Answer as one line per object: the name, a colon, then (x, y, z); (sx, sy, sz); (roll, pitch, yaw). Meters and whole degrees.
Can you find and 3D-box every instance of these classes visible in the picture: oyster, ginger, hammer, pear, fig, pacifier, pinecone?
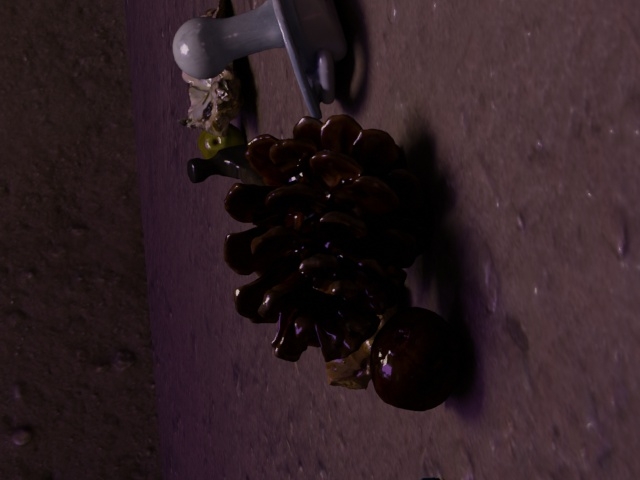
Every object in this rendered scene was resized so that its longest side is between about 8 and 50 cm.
oyster: (-0.187, -0.299, 2.315); (0.201, 0.107, 0.354); (-55, 29, 40)
ginger: (0.061, 0.105, 1.607); (0.115, 0.081, 0.205); (16, 114, 40)
hammer: (-0.041, -0.026, 1.833); (0.440, 0.168, 0.044); (-130, 31, -49)
pear: (-0.178, -0.174, 2.344); (0.097, 0.092, 0.092); (98, 165, -89)
fig: (0.111, 0.143, 1.423); (0.103, 0.109, 0.155); (52, 178, 34)
pacifier: (-0.085, -0.273, 1.693); (0.238, 0.225, 0.287); (71, -175, -65)
pinecone: (0.000, 0.000, 1.433); (0.244, 0.244, 0.309); (98, -172, -45)

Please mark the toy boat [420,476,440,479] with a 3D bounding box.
toy boat: (0.128, 0.312, 1.534); (0.083, 0.038, 0.038); (99, 158, -56)
